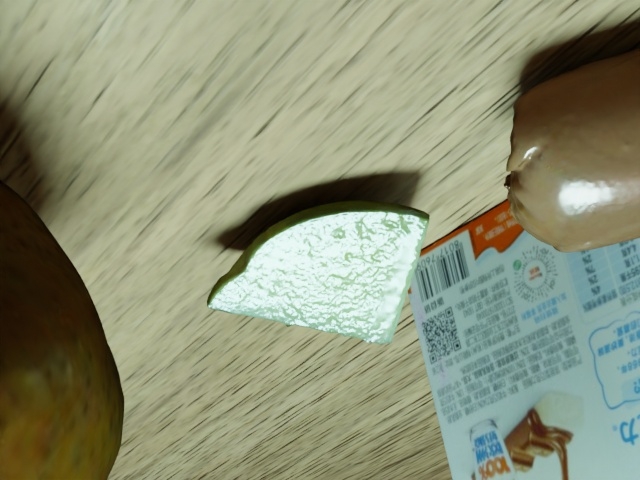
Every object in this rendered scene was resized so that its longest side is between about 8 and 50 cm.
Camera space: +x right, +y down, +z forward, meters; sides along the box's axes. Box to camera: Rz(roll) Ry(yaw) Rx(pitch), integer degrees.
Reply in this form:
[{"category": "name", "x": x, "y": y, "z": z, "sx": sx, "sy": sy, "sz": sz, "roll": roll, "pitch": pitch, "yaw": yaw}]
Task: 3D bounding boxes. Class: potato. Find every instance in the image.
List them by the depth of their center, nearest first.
[{"category": "potato", "x": 0.000, "y": 0.000, "z": 0.945, "sx": 0.149, "sy": 0.081, "sz": 0.120, "roll": 12, "pitch": 120, "yaw": -10}]

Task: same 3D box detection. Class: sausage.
[{"category": "sausage", "x": 0.263, "y": -0.077, "z": 0.794, "sx": 0.304, "sy": 0.121, "sz": 0.121, "roll": -15, "pitch": 156, "yaw": 7}]

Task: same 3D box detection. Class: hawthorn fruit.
[{"category": "hawthorn fruit", "x": -0.256, "y": 0.084, "z": 0.709, "sx": 0.308, "sy": 0.308, "sz": 0.324, "roll": 5, "pitch": 166, "yaw": -32}]

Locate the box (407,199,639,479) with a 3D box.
[{"category": "box", "x": 0.193, "y": 0.084, "z": 0.944, "sx": 0.048, "sy": 0.265, "sz": 0.273, "roll": 11, "pitch": 149, "yaw": -42}]
